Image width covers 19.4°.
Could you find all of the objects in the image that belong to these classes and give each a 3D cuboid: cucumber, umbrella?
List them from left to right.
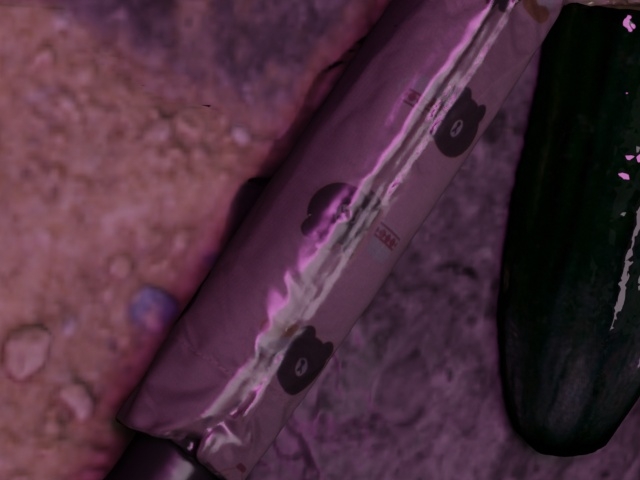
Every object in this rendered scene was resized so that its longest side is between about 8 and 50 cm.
[{"bbox_3d":[0.000,0.000,0.841,0.067,0.073,0.337,35,84,-11],"label":"umbrella"},{"bbox_3d":[0.155,-0.005,0.933,0.115,0.063,0.244,5,100,-29],"label":"cucumber"}]
